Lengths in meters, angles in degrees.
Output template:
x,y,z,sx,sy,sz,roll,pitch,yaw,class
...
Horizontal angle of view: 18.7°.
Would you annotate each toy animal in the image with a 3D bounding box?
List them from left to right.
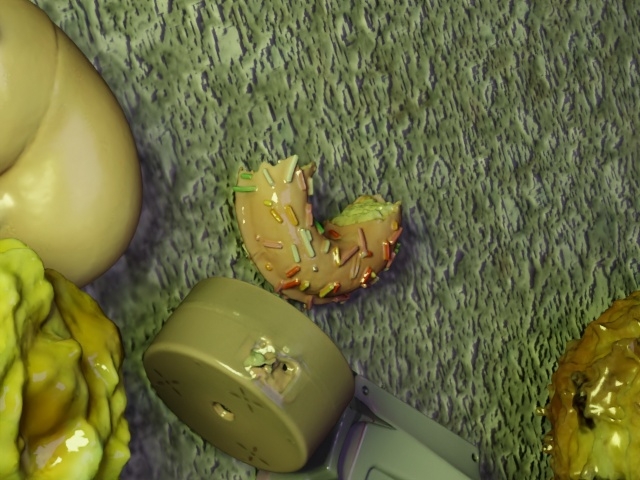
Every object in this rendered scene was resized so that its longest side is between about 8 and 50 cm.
x,y,z,sx,sy,sz,roll,pitch,yaw,class
-0.217,-0.074,1.340,0.154,0.166,0.250,-39,123,-18,toy animal

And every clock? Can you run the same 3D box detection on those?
x,y,z,sx,sy,sz,roll,pitch,yaw,class
0.031,0.238,1.578,0.186,0.083,0.253,33,66,-35,clock

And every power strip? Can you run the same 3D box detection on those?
x,y,z,sx,sy,sz,roll,pitch,yaw,class
-0.053,0.101,1.469,0.154,0.154,0.078,52,59,-25,power strip

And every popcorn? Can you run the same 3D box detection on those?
x,y,z,sx,sy,sz,roll,pitch,yaw,class
-0.240,0.115,1.248,0.249,0.249,0.225,41,25,-31,popcorn

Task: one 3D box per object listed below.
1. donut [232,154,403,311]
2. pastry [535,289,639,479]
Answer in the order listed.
x,y,z,sx,sy,sz,roll,pitch,yaw,class
0.000,0.000,1.582,0.166,0.065,0.117,11,79,-38,donut
0.383,0.193,1.759,0.405,0.292,0.337,48,49,-14,pastry
